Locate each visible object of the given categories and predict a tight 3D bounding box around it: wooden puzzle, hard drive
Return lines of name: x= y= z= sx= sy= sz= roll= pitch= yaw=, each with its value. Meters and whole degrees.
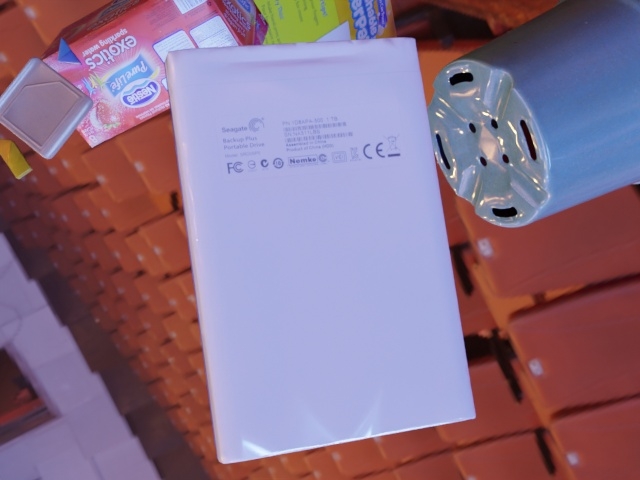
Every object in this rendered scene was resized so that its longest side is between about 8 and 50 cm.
wooden puzzle: x=-0.249 y=-0.117 z=0.854 sx=0.078 sy=0.116 sz=0.014 roll=44 pitch=180 yaw=9
hard drive: x=0.000 y=0.000 z=0.771 sx=0.040 sy=0.210 sz=0.319 roll=154 pitch=108 yaw=-72

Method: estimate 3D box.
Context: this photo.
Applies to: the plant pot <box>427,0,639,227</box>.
plant pot: x=0.361 y=-0.195 z=1.399 sx=0.341 sy=0.334 sz=0.341 roll=44 pitch=147 yaw=38

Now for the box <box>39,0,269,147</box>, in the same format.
box: x=-0.207 y=-0.239 z=1.177 sx=0.128 sy=0.257 sz=0.123 roll=55 pitch=-155 yaw=-27

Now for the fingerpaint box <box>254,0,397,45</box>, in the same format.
fingerpaint box: x=-0.073 y=-0.364 z=1.519 sx=0.163 sy=0.371 sz=0.445 roll=32 pitch=153 yaw=36
